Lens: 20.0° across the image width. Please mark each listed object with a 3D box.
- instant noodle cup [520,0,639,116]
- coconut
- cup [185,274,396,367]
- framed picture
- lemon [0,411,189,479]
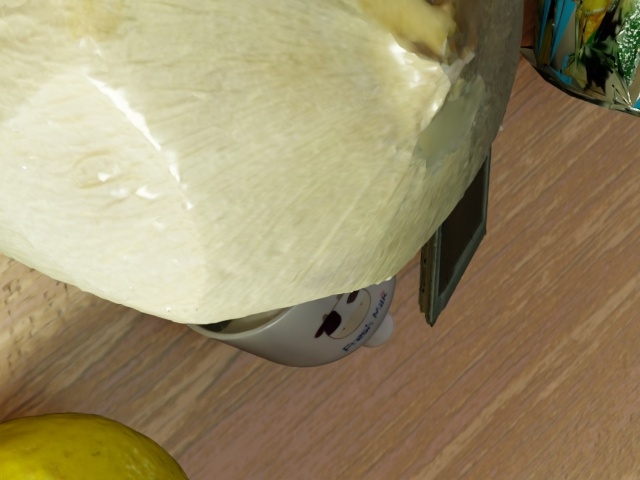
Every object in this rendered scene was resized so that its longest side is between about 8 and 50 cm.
[{"bbox_3d":[0.278,-0.211,1.483,0.240,0.240,0.178,-18,125,-47],"label":"instant noodle cup"},{"bbox_3d":[-0.050,-0.124,0.981,0.346,0.360,0.346,-23,122,-43],"label":"coconut"},{"bbox_3d":[-0.011,0.002,1.267,0.142,0.134,0.173,28,73,-53],"label":"cup"},{"bbox_3d":[0.109,-0.108,1.393,0.231,0.018,0.293,-50,144,-67],"label":"framed picture"},{"bbox_3d":[-0.155,0.192,1.134,0.207,0.170,0.170,28,81,-58],"label":"lemon"}]
